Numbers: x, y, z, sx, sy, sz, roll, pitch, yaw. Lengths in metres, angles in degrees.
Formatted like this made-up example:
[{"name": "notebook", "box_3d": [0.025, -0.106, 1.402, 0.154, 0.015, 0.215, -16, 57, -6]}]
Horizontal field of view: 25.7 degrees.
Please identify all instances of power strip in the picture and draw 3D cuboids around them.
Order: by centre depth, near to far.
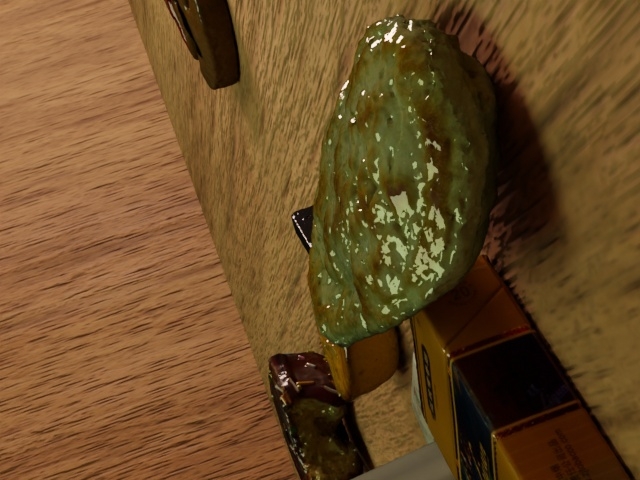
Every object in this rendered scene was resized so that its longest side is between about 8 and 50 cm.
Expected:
[{"name": "power strip", "box_3d": [0.000, 0.000, 1.571, 0.111, 0.038, 0.029, -120, 12, -55]}]

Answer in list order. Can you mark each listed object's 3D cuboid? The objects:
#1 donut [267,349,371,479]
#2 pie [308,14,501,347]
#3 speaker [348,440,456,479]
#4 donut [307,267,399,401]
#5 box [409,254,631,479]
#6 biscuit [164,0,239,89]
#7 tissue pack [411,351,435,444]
[{"name": "donut", "box_3d": [-0.003, 0.261, 1.969, 0.216, 0.096, 0.230, 130, 121, -83]}, {"name": "pie", "box_3d": [0.053, -0.037, 0.894, 0.248, 0.090, 0.201, 145, 127, -71]}, {"name": "speaker", "box_3d": [0.112, 0.390, 1.204, 0.183, 0.184, 0.406, 168, 83, -82]}, {"name": "donut", "box_3d": [0.034, 0.082, 1.455, 0.178, 0.065, 0.162, 139, 117, -82]}, {"name": "box", "box_3d": [0.134, 0.143, 0.932, 0.152, 0.070, 0.237, 80, 166, -45]}, {"name": "biscuit", "box_3d": [-0.199, -0.377, 1.948, 0.314, 0.063, 0.367, 92, 157, -64]}, {"name": "tissue pack", "box_3d": [0.101, 0.147, 1.286, 0.108, 0.023, 0.056, 85, 164, -56]}]
